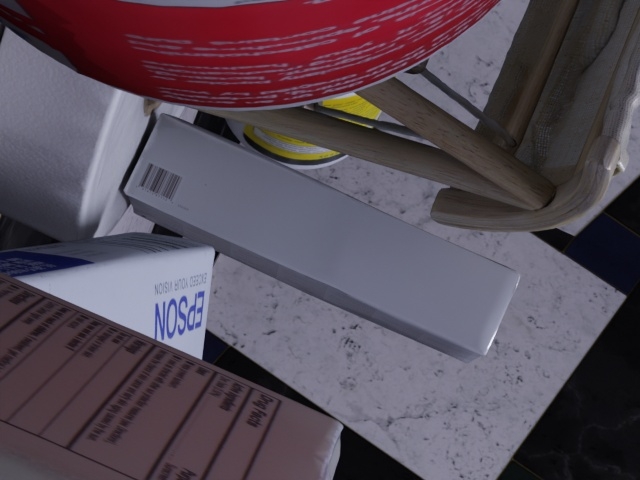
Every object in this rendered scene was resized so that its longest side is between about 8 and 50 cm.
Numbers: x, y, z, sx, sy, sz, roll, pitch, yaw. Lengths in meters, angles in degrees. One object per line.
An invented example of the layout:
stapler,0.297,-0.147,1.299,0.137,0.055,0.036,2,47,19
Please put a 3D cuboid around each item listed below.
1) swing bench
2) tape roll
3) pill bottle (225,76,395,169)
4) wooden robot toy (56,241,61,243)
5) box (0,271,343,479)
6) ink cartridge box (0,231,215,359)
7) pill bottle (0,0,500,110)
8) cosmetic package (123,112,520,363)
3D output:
swing bench,0.082,-0.162,1.149,0.165,0.254,0.253,113,2,-67
tape roll,-0.088,-0.182,1.175,0.392,0.072,0.392,24,90,-88
pill bottle,-0.003,-0.134,1.333,0.208,0.119,0.119,113,2,-72
wooden robot toy,-0.204,0.050,1.538,0.079,0.076,0.173,-30,175,-6
box,-0.126,0.071,0.506,0.148,0.232,0.127,-57,171,-81
ink cartridge box,-0.144,0.167,1.026,0.324,0.071,0.330,-15,111,-76
pill bottle,-0.025,-0.156,0.532,0.408,0.229,0.229,87,27,-87
cosmetic package,0.000,0.000,1.239,0.099,0.239,0.060,112,2,-81
